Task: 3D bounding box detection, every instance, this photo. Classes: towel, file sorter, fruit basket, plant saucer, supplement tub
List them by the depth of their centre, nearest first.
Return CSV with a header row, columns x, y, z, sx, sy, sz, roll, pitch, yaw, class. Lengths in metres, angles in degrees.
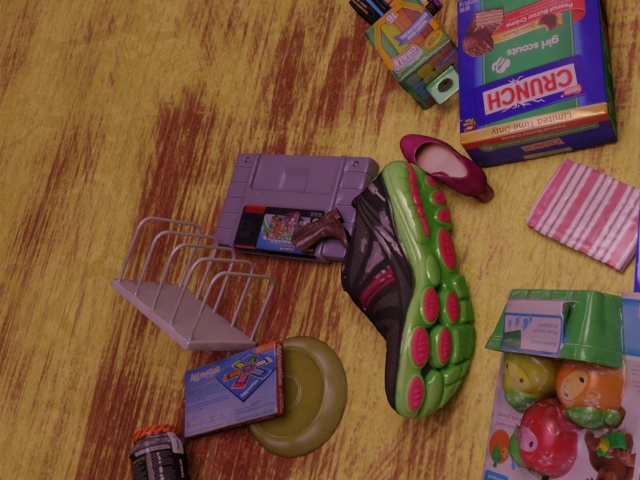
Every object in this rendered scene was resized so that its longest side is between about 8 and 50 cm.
x,y,z,sx,sy,sz,roll,pitch,yaw,class
0.355,0.245,1.225,0.327,0.165,0.353,-4,68,64,fruit basket
0.472,-0.046,1.406,0.197,0.029,0.144,32,90,34,towel
-0.060,0.302,1.596,0.241,0.037,0.241,-12,66,28,plant saucer
-0.323,0.479,1.642,0.117,0.117,0.190,-27,59,21,supplement tub
-0.260,0.088,1.688,0.278,0.193,0.173,32,104,37,file sorter

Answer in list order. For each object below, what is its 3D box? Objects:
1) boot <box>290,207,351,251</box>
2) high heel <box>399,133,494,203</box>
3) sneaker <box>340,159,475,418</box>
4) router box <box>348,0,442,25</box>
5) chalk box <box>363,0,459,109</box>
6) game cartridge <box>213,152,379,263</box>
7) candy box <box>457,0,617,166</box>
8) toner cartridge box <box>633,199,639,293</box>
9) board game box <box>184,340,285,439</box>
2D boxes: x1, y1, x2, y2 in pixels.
x,y,z,sx,sy,sz,roll,pitch,yaw,class
0.000,0.000,1.612,0.114,0.037,0.106,-28,50,10,boot
0.222,-0.154,1.549,0.082,0.117,0.244,-48,54,7,high heel
0.149,0.094,1.489,0.202,0.185,0.482,-28,53,42,sneaker
0.162,-0.518,1.779,0.133,0.046,0.179,-45,54,9,router box
0.208,-0.366,1.635,0.132,0.132,0.213,-39,55,14,chalk box
-0.061,-0.074,1.737,0.355,0.068,0.230,6,70,34,game cartridge
0.395,-0.319,1.503,0.268,0.122,0.317,-9,68,29,candy box
0.571,0.095,1.242,0.165,0.075,0.348,2,76,32,toner cartridge box
-0.178,0.306,1.639,0.281,0.027,0.145,-23,60,38,board game box
